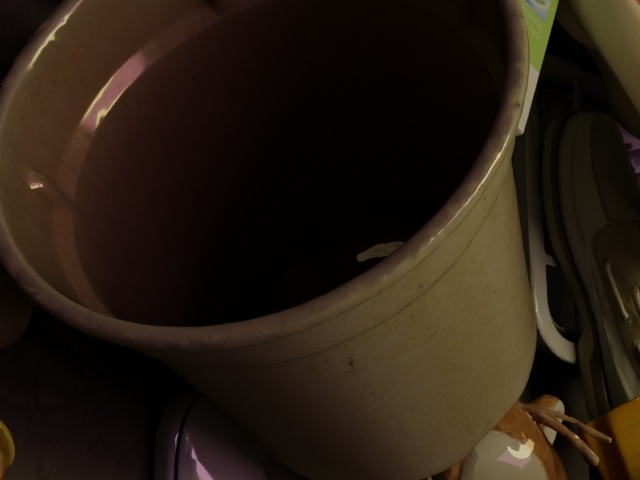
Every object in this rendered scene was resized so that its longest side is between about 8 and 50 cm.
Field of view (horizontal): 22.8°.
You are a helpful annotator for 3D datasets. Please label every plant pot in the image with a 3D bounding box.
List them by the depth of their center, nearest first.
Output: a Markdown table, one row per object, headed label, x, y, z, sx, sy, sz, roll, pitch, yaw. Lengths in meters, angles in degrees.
| label | x | y | z | sx | sy | sz | roll | pitch | yaw |
| --- | --- | --- | --- | --- | --- | --- | --- | --- | --- |
| plant pot | 0.000 | 0.000 | 1.022 | 0.305 | 0.334 | 0.334 | 62 | 39 | -51 |

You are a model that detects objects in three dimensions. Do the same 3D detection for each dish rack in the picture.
| label | x | y | z | sx | sy | sz | roll | pitch | yaw |
| --- | --- | --- | --- | --- | --- | --- | --- | --- | --- |
| dish rack | 0.274 | -0.007 | 1.521 | 0.333 | 0.072 | 0.285 | 13 | 70 | -44 |

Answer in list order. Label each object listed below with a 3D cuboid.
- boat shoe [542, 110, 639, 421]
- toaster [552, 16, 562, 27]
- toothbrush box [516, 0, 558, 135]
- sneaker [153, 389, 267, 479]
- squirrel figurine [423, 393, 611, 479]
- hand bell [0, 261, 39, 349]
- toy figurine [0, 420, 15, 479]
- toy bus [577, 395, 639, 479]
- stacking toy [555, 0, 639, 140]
| label | x | y | z | sx | sy | sz | roll | pitch | yaw |
| --- | --- | --- | --- | --- | --- | --- | --- | --- | --- |
| boat shoe | 0.276 | 0.026 | 1.384 | 0.113 | 0.103 | 0.302 | -7 | 83 | -46 |
| toaster | 0.270 | -0.310 | 1.558 | 0.227 | 0.129 | 0.146 | -47 | 118 | -45 |
| toothbrush box | 0.079 | -0.203 | 1.266 | 0.122 | 0.206 | 0.283 | 39 | 55 | -34 |
| sneaker | -0.042 | 0.226 | 1.110 | 0.094 | 0.091 | 0.258 | -15 | 90 | -47 |
| squirrel figurine | 0.136 | 0.300 | 1.183 | 0.397 | 0.281 | 0.370 | 80 | -8 | -59 |
| hand bell | -0.184 | 0.033 | 1.023 | 0.242 | 0.126 | 0.126 | -8 | 85 | -59 |
| toy figurine | -0.219 | 0.198 | 0.846 | 0.213 | 0.209 | 0.148 | 58 | 40 | -20 |
| toy bus | 0.318 | 0.269 | 1.214 | 0.130 | 0.108 | 0.332 | 78 | -12 | -73 |
| stacking toy | 0.463 | -0.210 | 1.301 | 0.350 | 0.480 | 0.350 | 56 | 10 | -14 |
